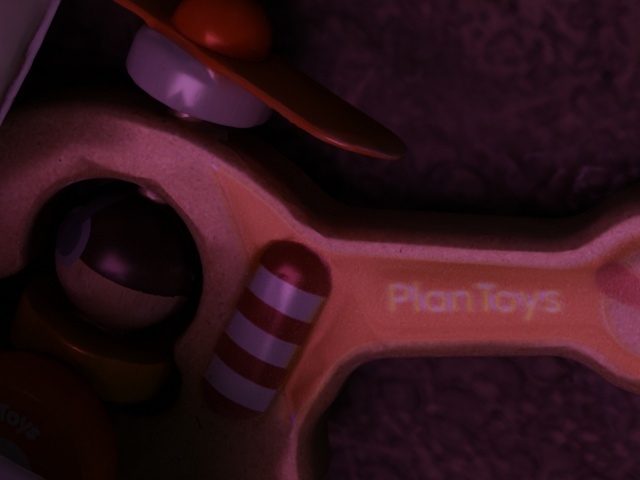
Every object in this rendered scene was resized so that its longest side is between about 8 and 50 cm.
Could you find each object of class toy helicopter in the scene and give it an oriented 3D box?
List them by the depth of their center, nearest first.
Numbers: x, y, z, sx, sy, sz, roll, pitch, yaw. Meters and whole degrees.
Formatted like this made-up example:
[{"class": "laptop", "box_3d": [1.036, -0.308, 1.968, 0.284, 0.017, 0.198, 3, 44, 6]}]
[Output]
[{"class": "toy helicopter", "box_3d": [0.000, 0.000, 0.666, 0.355, 0.140, 0.235, 0, 104, 14]}]

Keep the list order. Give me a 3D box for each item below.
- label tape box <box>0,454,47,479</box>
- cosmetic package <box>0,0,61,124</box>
[{"class": "label tape box", "box_3d": [-0.218, 0.145, 0.662, 0.348, 0.115, 0.249, 25, 144, 26]}, {"class": "cosmetic package", "box_3d": [-0.255, -0.043, 0.672, 0.153, 0.129, 0.296, 34, 142, -24]}]
